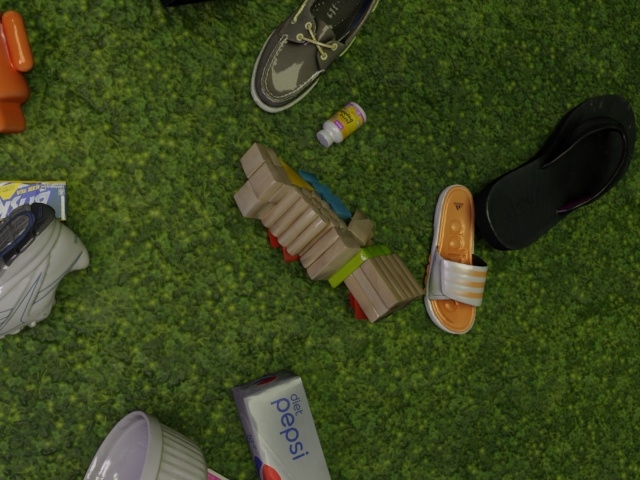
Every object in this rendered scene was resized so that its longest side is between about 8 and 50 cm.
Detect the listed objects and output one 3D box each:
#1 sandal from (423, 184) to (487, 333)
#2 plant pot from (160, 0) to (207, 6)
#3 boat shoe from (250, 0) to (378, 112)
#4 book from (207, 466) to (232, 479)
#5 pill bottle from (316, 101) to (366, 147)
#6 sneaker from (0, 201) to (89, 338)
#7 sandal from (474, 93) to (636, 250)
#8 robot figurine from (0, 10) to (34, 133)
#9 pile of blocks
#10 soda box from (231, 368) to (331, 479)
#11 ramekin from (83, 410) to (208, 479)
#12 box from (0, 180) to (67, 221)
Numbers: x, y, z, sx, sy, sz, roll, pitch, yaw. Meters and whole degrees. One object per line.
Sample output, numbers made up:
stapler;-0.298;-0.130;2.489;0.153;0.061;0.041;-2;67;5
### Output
sandal;0.241;0.031;1.248;0.102;0.076;0.265;2;87;-20
plant pot;-0.179;-0.444;1.065;0.188;0.188;0.166;-15;106;-21
boat shoe;-0.004;-0.338;1.163;0.109;0.091;0.305;40;76;-15
book;-0.171;0.408;1.108;0.144;0.035;0.096;36;73;-16
pill bottle;0.034;-0.191;1.197;0.083;0.043;0.043;-41;102;-17
sneaker;-0.438;0.089;0.978;0.297;0.111;0.129;-44;137;-2
sandal;0.467;-0.125;1.309;0.446;0.107;0.167;-38;102;-25
robot figurine;-0.476;-0.242;0.967;0.128;0.158;0.219;-22;97;-42
pile of blocks;0.000;0.000;1.161;0.362;0.149;0.113;45;117;-4
soda box;-0.047;0.354;1.122;0.098;0.091;0.286;-17;94;-20
ramekin;-0.246;0.352;0.994;0.109;0.207;0.207;31;78;-26
box;-0.445;-0.053;1.010;0.169;0.054;0.059;-1;88;-20
